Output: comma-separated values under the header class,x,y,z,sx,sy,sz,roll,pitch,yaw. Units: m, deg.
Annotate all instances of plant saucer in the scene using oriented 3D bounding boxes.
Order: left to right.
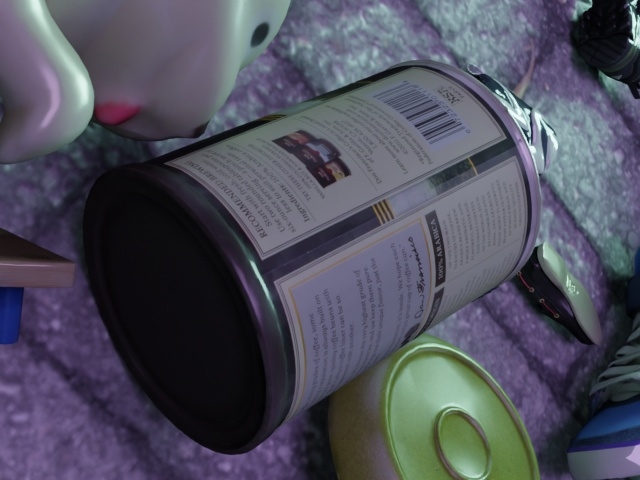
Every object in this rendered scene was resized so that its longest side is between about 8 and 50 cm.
class,x,y,z,sx,sy,sz,roll,pitch,yaw
plant saucer,0.110,0.178,0.783,0.241,0.037,0.241,26,46,-31

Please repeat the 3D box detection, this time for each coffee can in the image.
class,x,y,z,sx,sy,sz,roll,pitch,yaw
coffee can,0.000,0.000,0.681,0.275,0.201,0.201,-27,99,-36

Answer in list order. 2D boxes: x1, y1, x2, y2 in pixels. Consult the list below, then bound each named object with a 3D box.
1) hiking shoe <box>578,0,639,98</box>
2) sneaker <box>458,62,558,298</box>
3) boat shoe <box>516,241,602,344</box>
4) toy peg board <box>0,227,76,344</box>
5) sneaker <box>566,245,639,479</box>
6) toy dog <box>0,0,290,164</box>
class,x,y,z,sx,sy,sz,roll,pitch,yaw
hiking shoe,0.360,-0.280,1.076,0.114,0.086,0.227,32,71,-44
sneaker,0.127,-0.067,0.854,0.153,0.094,0.235,43,61,-22
boat shoe,0.245,0.059,0.956,0.133,0.042,0.049,49,38,-21
toy peg board,-0.247,0.035,0.530,0.161,0.160,0.079,3,97,-36
sneaker,0.349,0.100,0.986,0.323,0.130,0.236,-13,81,-33
toy dog,-0.206,-0.198,0.548,0.408,0.284,0.395,19,52,-34
